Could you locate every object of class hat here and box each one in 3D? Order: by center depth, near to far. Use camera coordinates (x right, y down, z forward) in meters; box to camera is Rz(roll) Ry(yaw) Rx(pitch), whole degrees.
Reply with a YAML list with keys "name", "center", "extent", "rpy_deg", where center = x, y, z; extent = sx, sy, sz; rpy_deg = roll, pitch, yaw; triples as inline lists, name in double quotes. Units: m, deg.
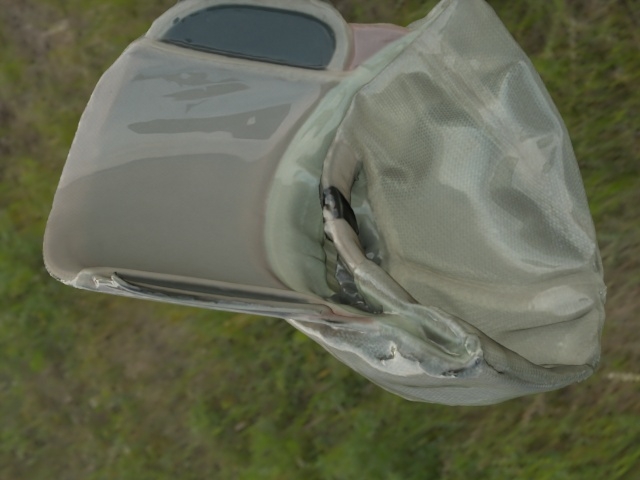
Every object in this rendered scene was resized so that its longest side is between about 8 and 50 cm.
- name: "hat"
  center: [0.000, 0.000, 0.696]
  extent: [0.226, 0.219, 0.164]
  rpy_deg: [-10, 136, 20]
